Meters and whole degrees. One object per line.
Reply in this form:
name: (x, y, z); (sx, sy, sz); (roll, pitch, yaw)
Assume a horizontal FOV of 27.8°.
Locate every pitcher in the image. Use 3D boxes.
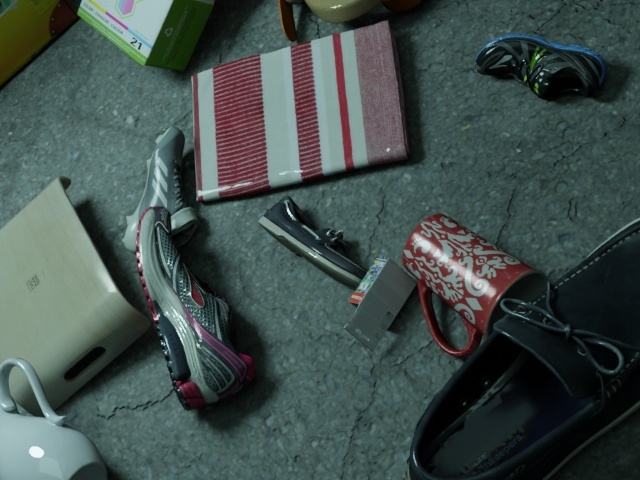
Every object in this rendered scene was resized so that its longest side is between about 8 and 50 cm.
pitcher: (-0.381, 0.269, 1.741); (0.207, 0.125, 0.178); (25, 107, 33)

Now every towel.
towel: (-0.034, -0.189, 1.941); (0.329, 0.037, 0.237); (-12, 61, 14)

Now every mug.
mug: (0.184, 0.056, 1.687); (0.150, 0.113, 0.169); (-43, 54, -12)

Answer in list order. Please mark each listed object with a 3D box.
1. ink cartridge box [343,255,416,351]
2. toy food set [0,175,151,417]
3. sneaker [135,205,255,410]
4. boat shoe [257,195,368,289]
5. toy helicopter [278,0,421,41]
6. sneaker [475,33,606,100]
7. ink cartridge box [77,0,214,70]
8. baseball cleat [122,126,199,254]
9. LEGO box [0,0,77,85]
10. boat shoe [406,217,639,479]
ink cartridge box: (0.074, 0.084, 1.734); (0.115, 0.063, 0.029); (-56, 30, -14)
toy food set: (-0.395, 0.077, 1.900); (0.220, 0.092, 0.306); (-41, 55, 8)
sneaker: (-0.184, 0.087, 1.799); (0.112, 0.121, 0.299); (-18, 70, -9)
boat shoe: (0.000, 0.000, 1.802); (0.206, 0.075, 0.065); (33, 80, 35)
toy helicopter: (0.007, -0.461, 2.042); (0.235, 0.140, 0.355); (-32, 46, 11)
sneaker: (0.307, -0.242, 1.831); (0.188, 0.067, 0.078); (12, 61, 21)
ink cartridge box: (-0.253, -0.425, 2.038); (0.189, 0.097, 0.255); (38, 113, 31)
baseball cleat: (-0.219, -0.067, 1.925); (0.109, 0.072, 0.206); (14, 77, 18)
LEGO box: (-0.664, -0.418, 2.006); (0.372, 0.500, 0.193); (-43, 59, -8)
boat shoe: (0.292, 0.150, 1.574); (0.500, 0.156, 0.187); (-44, 56, -9)
